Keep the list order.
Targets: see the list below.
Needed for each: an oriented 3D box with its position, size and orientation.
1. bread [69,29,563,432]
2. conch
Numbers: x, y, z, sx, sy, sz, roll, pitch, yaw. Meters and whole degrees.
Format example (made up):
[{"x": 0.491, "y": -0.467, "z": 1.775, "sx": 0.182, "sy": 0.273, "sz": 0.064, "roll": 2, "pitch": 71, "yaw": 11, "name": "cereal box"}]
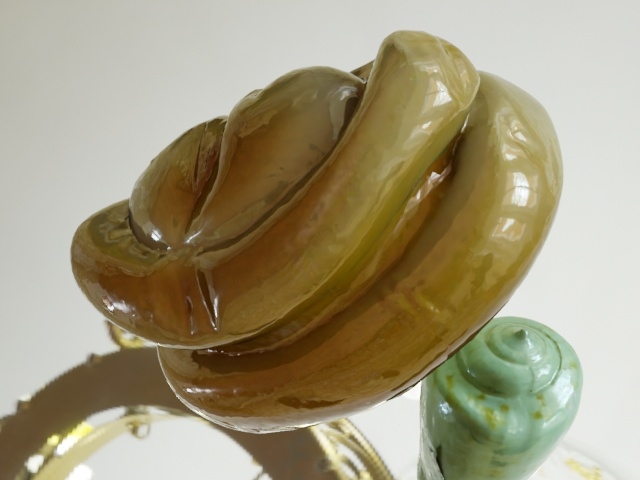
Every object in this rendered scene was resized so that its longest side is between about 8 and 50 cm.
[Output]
[{"x": -0.005, "y": -0.024, "z": 1.016, "sx": 0.424, "sy": 0.245, "sz": 0.329, "roll": -26, "pitch": -157, "yaw": 36, "name": "bread"}, {"x": 0.148, "y": 0.165, "z": 1.110, "sx": 0.143, "sy": 0.251, "sz": 0.137, "roll": 34, "pitch": -125, "yaw": 8, "name": "conch"}]
